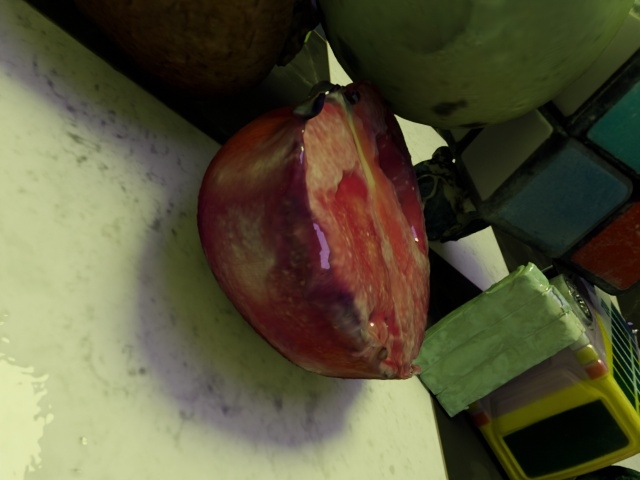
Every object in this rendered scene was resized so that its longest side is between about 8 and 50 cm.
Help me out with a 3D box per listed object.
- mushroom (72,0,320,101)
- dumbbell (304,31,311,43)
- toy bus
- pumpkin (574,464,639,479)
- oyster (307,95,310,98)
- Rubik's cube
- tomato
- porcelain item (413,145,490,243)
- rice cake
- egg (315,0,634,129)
[{"bbox_3d":[-0.109,-0.307,0.548,0.356,0.334,0.331,-1,68,-26],"label":"mushroom"},{"bbox_3d":[-0.125,-0.411,0.849,0.302,0.108,0.121,5,55,-54],"label":"dumbbell"},{"bbox_3d":[0.390,0.183,0.871,0.249,0.209,0.440,58,28,8],"label":"toy bus"},{"bbox_3d":[0.377,0.391,0.661,0.202,0.140,0.202,-28,124,-53],"label":"pumpkin"},{"bbox_3d":[0.025,-0.240,0.952,0.103,0.051,0.148,33,24,-46],"label":"oyster"},{"bbox_3d":[0.406,-0.163,0.783,0.318,0.316,0.313,25,33,-22],"label":"Rubik's cube"},{"bbox_3d":[-0.005,0.003,0.527,0.289,0.176,0.335,69,24,-17],"label":"tomato"},{"bbox_3d":[0.234,-0.067,0.968,0.288,0.186,0.138,-8,64,-45],"label":"porcelain item"},{"bbox_3d":[0.217,0.129,0.669,0.124,0.211,0.038,51,25,-4],"label":"rice cake"},{"bbox_3d":[0.159,-0.303,0.562,0.345,0.345,0.428,61,6,13],"label":"egg"}]
